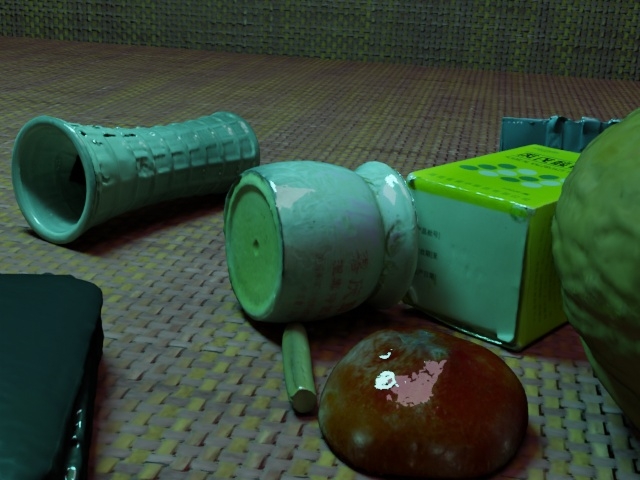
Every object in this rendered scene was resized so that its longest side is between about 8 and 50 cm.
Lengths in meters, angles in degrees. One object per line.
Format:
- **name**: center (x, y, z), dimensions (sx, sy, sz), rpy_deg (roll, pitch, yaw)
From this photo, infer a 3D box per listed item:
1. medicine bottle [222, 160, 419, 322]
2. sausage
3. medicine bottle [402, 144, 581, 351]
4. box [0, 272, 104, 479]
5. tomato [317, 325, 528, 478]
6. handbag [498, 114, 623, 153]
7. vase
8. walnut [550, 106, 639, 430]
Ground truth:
- **medicine bottle**: center (0.000, 0.000, 0.824), dimensions (0.143, 0.147, 0.147), rpy_deg (-3, 19, -27)
- **sausage**: center (-0.019, 0.098, 0.722), dimensions (0.024, 0.024, 0.132), rpy_deg (1, 18, -6)
- **medicine bottle**: center (0.202, -0.007, 0.887), dimensions (0.137, 0.141, 0.250), rpy_deg (15, 22, 40)
- **box**: center (-0.322, 0.101, 0.574), dimensions (0.350, 0.091, 0.359), rpy_deg (0, 19, -10)
- **tomato**: center (0.073, 0.105, 0.645), dimensions (0.155, 0.069, 0.155), rpy_deg (2, 20, -1)
- **handbag**: center (0.331, -0.083, 1.116), dimensions (0.221, 0.144, 0.057), rpy_deg (4, 17, 7)
- **vase**: center (-0.208, -0.094, 1.094), dimensions (0.143, 0.143, 0.299), rpy_deg (15, 20, 33)
- **walnut**: center (0.318, 0.021, 0.607), dimensions (0.333, 0.333, 0.333), rpy_deg (2, 19, -1)
